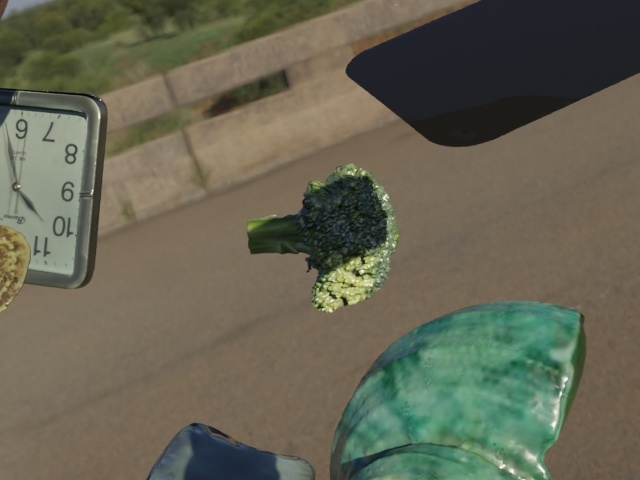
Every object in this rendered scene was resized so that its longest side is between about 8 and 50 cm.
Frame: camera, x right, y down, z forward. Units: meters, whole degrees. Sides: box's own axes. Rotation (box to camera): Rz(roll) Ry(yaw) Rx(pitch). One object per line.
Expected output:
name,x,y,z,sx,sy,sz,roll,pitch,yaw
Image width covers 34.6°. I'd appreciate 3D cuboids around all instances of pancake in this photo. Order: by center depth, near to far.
pancake,-0.342,0.033,1.035,0.115,0.115,0.011,-9,-27,17

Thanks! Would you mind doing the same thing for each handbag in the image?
handbag,-0.127,0.318,1.176,0.191,0.075,0.332,18,21,9

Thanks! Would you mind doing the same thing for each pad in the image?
pad,0.217,-0.187,0.968,0.375,0.063,0.315,-24,35,-10

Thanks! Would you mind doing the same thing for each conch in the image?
conch,0.071,0.138,0.583,0.134,0.196,0.202,12,36,1

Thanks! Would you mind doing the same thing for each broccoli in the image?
broccoli,0.019,0.013,2.036,0.302,0.249,0.375,-27,-10,2

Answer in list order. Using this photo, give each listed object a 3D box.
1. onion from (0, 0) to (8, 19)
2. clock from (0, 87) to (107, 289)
onion,-0.469,-0.298,1.119,0.256,0.272,0.230,12,22,-20
clock,-0.436,-0.080,1.477,0.273,0.279,0.049,7,3,17
